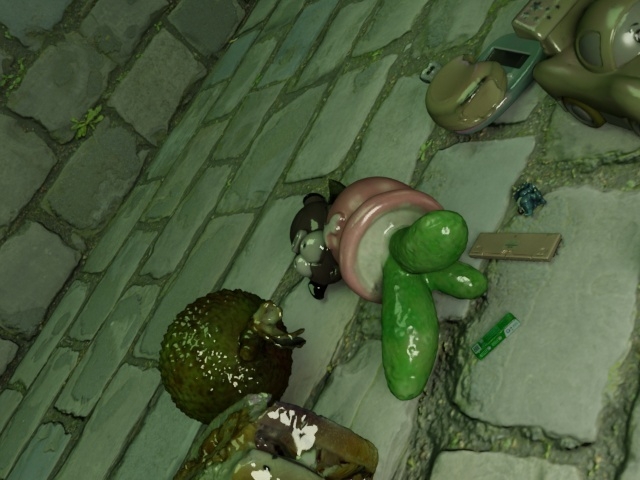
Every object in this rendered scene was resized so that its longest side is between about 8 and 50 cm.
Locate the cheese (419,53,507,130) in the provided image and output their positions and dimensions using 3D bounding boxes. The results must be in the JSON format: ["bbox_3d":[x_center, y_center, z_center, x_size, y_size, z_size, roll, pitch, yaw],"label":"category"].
[{"bbox_3d":[0.274,-0.323,1.493,0.163,0.082,0.286,-46,30,12],"label":"cheese"}]

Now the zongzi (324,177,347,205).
[{"bbox_3d":[0.034,-0.105,1.605,0.055,0.119,0.109,-44,26,-7],"label":"zongzi"}]

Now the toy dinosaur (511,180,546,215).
[{"bbox_3d":[0.349,-0.070,1.222,0.047,0.030,0.083,-39,30,21],"label":"toy dinosaur"}]

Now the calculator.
[{"bbox_3d":[0.371,-0.342,1.499,0.299,0.041,0.185,-51,29,1],"label":"calculator"}]

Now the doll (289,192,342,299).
[{"bbox_3d":[0.002,0.000,1.523,0.257,0.117,0.182,-103,31,-56],"label":"doll"}]

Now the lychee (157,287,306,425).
[{"bbox_3d":[-0.176,0.223,1.381,0.270,0.270,0.320,-63,-2,-23],"label":"lychee"}]

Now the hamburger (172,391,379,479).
[{"bbox_3d":[-0.062,0.362,1.036,0.318,0.276,0.195,-48,18,46],"label":"hamburger"}]

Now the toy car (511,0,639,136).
[{"bbox_3d":[0.489,-0.303,1.104,0.242,0.226,0.336,-48,29,3],"label":"toy car"}]

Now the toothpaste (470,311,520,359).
[{"bbox_3d":[0.266,0.146,1.099,0.083,0.017,0.020,-45,27,8],"label":"toothpaste"}]

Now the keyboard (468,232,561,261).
[{"bbox_3d":[0.317,0.012,1.187,0.166,0.017,0.055,2,52,54],"label":"keyboard"}]

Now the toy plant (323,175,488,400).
[{"bbox_3d":[0.134,0.046,1.233,0.356,0.210,0.317,-132,50,-57],"label":"toy plant"}]
